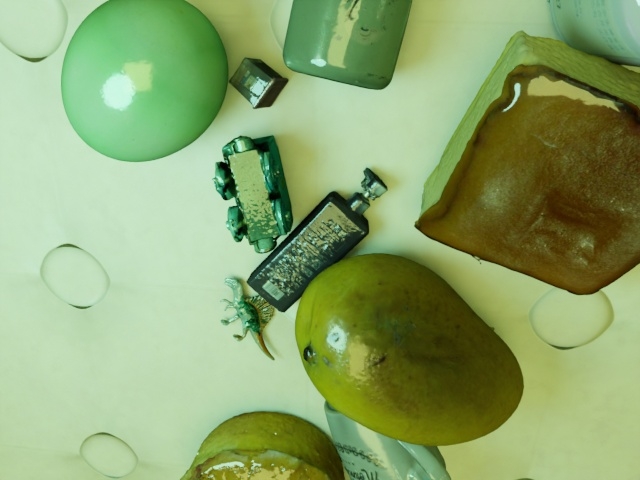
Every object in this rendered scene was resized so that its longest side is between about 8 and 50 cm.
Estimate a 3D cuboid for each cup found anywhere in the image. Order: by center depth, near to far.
[{"bbox_3d":[0.137,0.393,0.937,0.186,0.258,0.234,-34,103,-27],"label":"cup"}]

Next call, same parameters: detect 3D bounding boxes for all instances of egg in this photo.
[{"bbox_3d":[-0.264,-0.239,0.728,0.269,0.220,0.220,-32,105,26],"label":"egg"}]

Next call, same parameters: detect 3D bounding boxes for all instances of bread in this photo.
[{"bbox_3d":[0.345,-0.086,0.703,0.323,0.143,0.333,20,140,-1],"label":"bread"},{"bbox_3d":[-0.133,0.564,1.051,0.398,0.215,0.398,3,113,7],"label":"bread"}]

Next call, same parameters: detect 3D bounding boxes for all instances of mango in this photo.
[{"bbox_3d":[0.167,0.194,0.844,0.445,0.301,0.220,23,155,-19],"label":"mango"}]

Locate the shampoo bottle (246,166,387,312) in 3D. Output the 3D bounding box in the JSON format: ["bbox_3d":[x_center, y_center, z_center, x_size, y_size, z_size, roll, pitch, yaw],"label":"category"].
[{"bbox_3d":[0.001,0.000,0.876,0.098,0.071,0.309,42,111,-10],"label":"shampoo bottle"}]

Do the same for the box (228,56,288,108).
[{"bbox_3d":[-0.100,-0.256,0.778,0.063,0.085,0.060,39,113,-1],"label":"box"}]

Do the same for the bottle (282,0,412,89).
[{"bbox_3d":[0.062,-0.394,0.660,0.168,0.168,0.347,15,109,0],"label":"bottle"}]

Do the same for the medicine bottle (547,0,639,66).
[{"bbox_3d":[0.417,-0.300,0.536,0.213,0.379,0.214,3,114,6],"label":"medicine bottle"}]

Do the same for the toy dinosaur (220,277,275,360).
[{"bbox_3d":[-0.137,0.156,0.977,0.187,0.044,0.106,38,96,-8],"label":"toy dinosaur"}]

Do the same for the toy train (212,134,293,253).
[{"bbox_3d":[-0.107,-0.085,0.810,0.107,0.154,0.198,-9,112,7],"label":"toy train"}]
